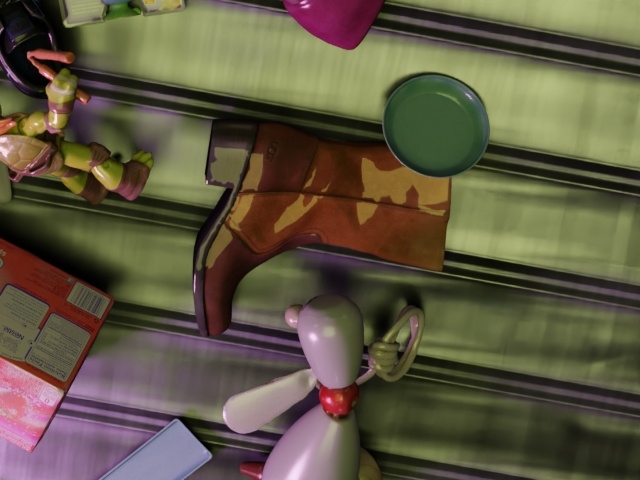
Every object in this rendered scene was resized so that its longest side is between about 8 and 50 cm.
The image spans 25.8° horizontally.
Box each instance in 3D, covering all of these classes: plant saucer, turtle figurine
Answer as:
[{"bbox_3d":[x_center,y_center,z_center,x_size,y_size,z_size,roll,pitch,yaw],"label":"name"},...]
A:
[{"bbox_3d":[0.124,-0.122,1.526,0.119,0.021,0.119,2,74,-8],"label":"plant saucer"},{"bbox_3d":[-0.286,-0.103,1.473,0.269,0.087,0.217,-23,145,39],"label":"turtle figurine"},{"bbox_3d":[-0.222,0.292,1.708,0.192,0.018,0.067,-39,103,15],"label":"plant saucer"}]

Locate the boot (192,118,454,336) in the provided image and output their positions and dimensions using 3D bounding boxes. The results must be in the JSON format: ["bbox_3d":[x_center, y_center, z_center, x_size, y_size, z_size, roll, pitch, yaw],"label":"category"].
[{"bbox_3d":[0.000,0.000,1.581,0.280,0.096,0.264,8,101,-7],"label":"boot"}]

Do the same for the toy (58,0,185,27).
[{"bbox_3d":[-0.231,-0.348,1.474,0.136,0.056,0.237,-8,108,4],"label":"toy"}]

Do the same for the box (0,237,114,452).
[{"bbox_3d":[-0.406,0.084,1.555,0.300,0.154,0.142,28,134,-7],"label":"box"}]

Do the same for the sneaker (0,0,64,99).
[{"bbox_3d":[-0.334,-0.257,1.481,0.081,0.090,0.232,-31,109,-13],"label":"sneaker"}]

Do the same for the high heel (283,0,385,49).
[{"bbox_3d":[0.099,-0.373,1.447,0.377,0.127,0.181,-40,131,10],"label":"high heel"}]

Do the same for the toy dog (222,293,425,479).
[{"bbox_3d":[-0.024,0.202,1.597,0.161,0.220,0.334,20,103,29],"label":"toy dog"}]

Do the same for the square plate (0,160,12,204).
[{"bbox_3d":[-0.542,-0.184,1.549,0.347,0.049,0.344,-5,109,4],"label":"square plate"}]
